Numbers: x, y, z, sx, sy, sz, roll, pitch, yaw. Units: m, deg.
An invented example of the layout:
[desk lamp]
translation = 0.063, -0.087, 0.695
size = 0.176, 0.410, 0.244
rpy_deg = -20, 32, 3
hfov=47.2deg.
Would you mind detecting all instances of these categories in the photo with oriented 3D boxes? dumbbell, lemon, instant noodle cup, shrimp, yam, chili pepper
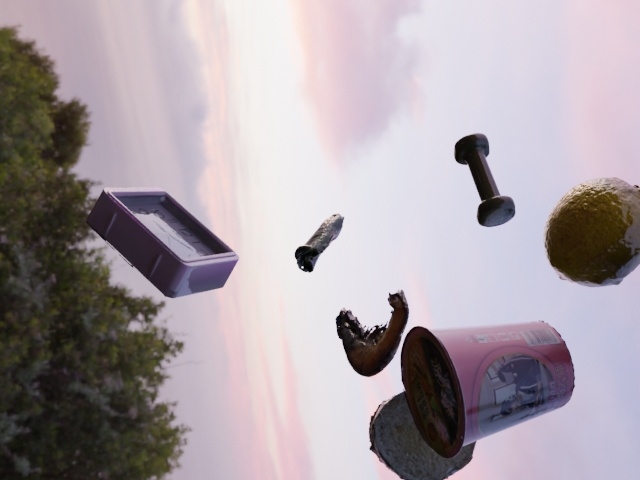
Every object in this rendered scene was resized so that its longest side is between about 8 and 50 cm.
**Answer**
[dumbbell]
translation = 0.197, -0.074, 0.884
size = 0.052, 0.046, 0.118
rpy_deg = 70, 6, -59
[lemon]
translation = 0.705, -0.016, 1.874
size = 0.322, 0.268, 0.268
rpy_deg = -57, -146, 25
[instant noodle cup]
translation = 0.303, 0.246, 1.309
size = 0.244, 0.255, 0.244
rpy_deg = 172, -90, -71
[shrimp]
translation = 0.125, 0.199, 1.788
size = 0.222, 0.054, 0.290
rpy_deg = -57, -154, 8
[yam]
translation = 0.243, 0.487, 1.848
size = 0.348, 0.241, 0.241
rpy_deg = 97, -21, -75
[chili pepper]
translation = 0.002, 0.002, 1.954
size = 0.062, 0.216, 0.108
rpy_deg = 36, -40, 7

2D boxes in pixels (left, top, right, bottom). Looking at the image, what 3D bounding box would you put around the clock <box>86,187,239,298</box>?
[clock]
translation = -0.240, -0.002, 1.125
size = 0.197, 0.150, 0.063
rpy_deg = 39, -70, 19
